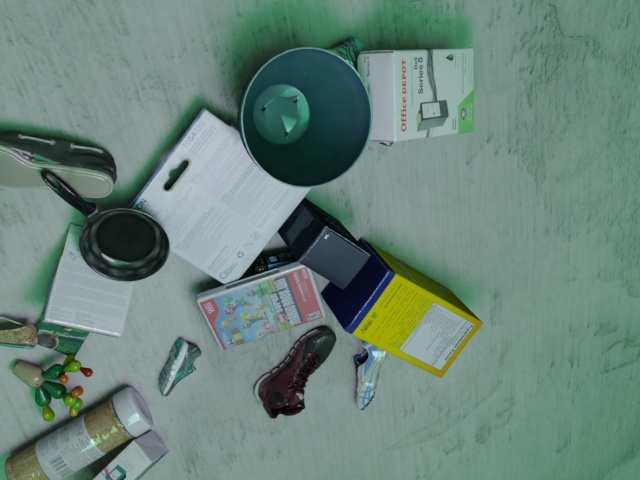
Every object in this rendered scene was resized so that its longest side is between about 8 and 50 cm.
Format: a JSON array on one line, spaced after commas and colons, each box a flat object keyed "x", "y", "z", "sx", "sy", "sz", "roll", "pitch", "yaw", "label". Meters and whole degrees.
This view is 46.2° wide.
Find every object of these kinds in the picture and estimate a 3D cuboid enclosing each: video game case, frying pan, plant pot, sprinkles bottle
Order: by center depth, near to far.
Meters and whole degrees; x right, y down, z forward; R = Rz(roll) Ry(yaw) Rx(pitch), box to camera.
[{"x": -0.058, "y": -0.272, "z": 1.642, "sx": 0.290, "sy": 0.195, "sz": 0.290, "roll": -5, "pitch": 104, "yaw": -20, "label": "plant pot"}, {"x": -0.488, "y": -0.020, "z": 1.647, "sx": 0.326, "sy": 0.053, "sz": 0.197, "roll": 27, "pitch": 116, "yaw": -23, "label": "frying pan"}, {"x": -0.143, "y": 0.163, "z": 1.869, "sx": 0.285, "sy": 0.025, "sz": 0.204, "roll": -18, "pitch": 133, "yaw": -1, "label": "video game case"}, {"x": -0.602, "y": 0.505, "z": 1.876, "sx": 0.355, "sy": 0.121, "sz": 0.121, "roll": -30, "pitch": 122, "yaw": -4, "label": "sprinkles bottle"}]

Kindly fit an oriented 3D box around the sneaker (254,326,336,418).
[{"x": -0.045, "y": 0.371, "z": 1.997, "sx": 0.281, "sy": 0.162, "sz": 0.106, "roll": -45, "pitch": 122, "yaw": 5, "label": "sneaker"}]

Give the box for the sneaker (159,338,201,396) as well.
[{"x": -0.357, "y": 0.333, "z": 1.921, "sx": 0.076, "sy": 0.065, "sz": 0.166, "roll": 18, "pitch": 109, "yaw": -31, "label": "sneaker"}]

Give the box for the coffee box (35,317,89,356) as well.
[{"x": -0.588, "y": 0.178, "z": 1.767, "sx": 0.113, "sy": 0.040, "sz": 0.184, "roll": 29, "pitch": 102, "yaw": -29, "label": "coffee box"}]

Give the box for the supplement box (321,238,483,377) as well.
[{"x": 0.215, "y": 0.181, "z": 1.984, "sx": 0.356, "sy": 0.195, "sz": 0.194, "roll": 30, "pitch": 102, "yaw": -29, "label": "supplement box"}]

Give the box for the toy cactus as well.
[{"x": -0.642, "y": 0.339, "z": 1.796, "sx": 0.180, "sy": 0.112, "sz": 0.219, "roll": 32, "pitch": 130, "yaw": -7, "label": "toy cactus"}]

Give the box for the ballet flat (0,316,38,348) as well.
[{"x": -0.750, "y": 0.208, "z": 1.709, "sx": 0.206, "sy": 0.073, "sz": 0.067, "roll": 6, "pitch": 77, "yaw": -14, "label": "ballet flat"}]

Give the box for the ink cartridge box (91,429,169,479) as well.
[{"x": -0.517, "y": 0.608, "z": 1.943, "sx": 0.231, "sy": 0.134, "sz": 0.078, "roll": -44, "pitch": 82, "yaw": 4, "label": "ink cartridge box"}]

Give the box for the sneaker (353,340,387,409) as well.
[{"x": 0.129, "y": 0.374, "z": 2.122, "sx": 0.086, "sy": 0.085, "sz": 0.237, "roll": 14, "pitch": 115, "yaw": 2, "label": "sneaker"}]

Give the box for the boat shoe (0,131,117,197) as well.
[{"x": -0.598, "y": -0.171, "z": 1.575, "sx": 0.335, "sy": 0.095, "sz": 0.112, "roll": 13, "pitch": 136, "yaw": -22, "label": "boat shoe"}]

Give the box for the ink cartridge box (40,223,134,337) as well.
[{"x": -0.521, "y": 0.095, "z": 1.720, "sx": 0.181, "sy": 0.056, "sz": 0.225, "roll": 18, "pitch": 72, "yaw": -29, "label": "ink cartridge box"}]

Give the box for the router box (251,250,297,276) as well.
[{"x": -0.105, "y": 0.112, "z": 1.897, "sx": 0.133, "sy": 0.046, "sz": 0.179, "roll": -11, "pitch": 130, "yaw": -16, "label": "router box"}]

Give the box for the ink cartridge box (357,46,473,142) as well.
[{"x": 0.222, "y": -0.334, "z": 1.707, "sx": 0.273, "sy": 0.114, "sz": 0.198, "roll": -14, "pitch": 107, "yaw": -38, "label": "ink cartridge box"}]

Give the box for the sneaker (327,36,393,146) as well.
[{"x": 0.116, "y": -0.342, "z": 1.740, "sx": 0.122, "sy": 0.110, "sz": 0.283, "roll": -39, "pitch": 122, "yaw": -3, "label": "sneaker"}]

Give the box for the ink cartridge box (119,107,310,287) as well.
[{"x": -0.241, "y": -0.098, "z": 1.749, "sx": 0.330, "sy": 0.071, "sz": 0.324, "roll": 35, "pitch": 100, "yaw": -28, "label": "ink cartridge box"}]

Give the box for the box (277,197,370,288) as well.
[{"x": 0.000, "y": 0.000, "z": 1.804, "sx": 0.153, "sy": 0.207, "sz": 0.108, "roll": 33, "pitch": 100, "yaw": -30, "label": "box"}]
